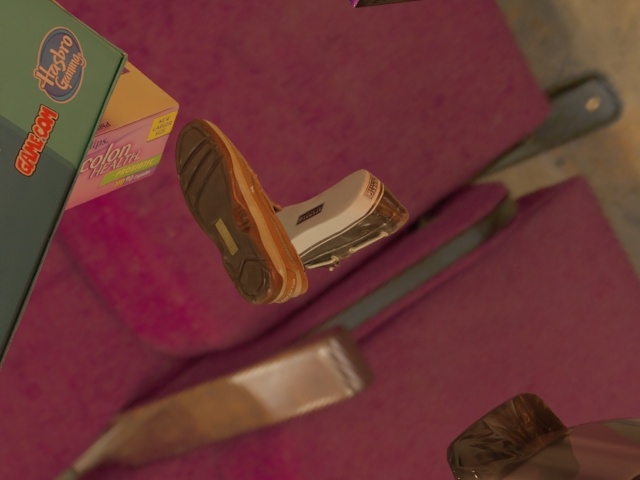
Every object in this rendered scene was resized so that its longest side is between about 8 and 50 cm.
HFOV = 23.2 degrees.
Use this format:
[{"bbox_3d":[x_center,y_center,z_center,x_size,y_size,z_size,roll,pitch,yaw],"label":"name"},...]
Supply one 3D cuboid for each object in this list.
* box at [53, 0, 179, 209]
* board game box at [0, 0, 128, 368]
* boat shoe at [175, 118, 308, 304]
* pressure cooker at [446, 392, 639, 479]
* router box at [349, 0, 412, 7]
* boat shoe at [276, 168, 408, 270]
[{"bbox_3d":[-0.339,-0.164,1.898,0.243,0.213,0.117,39,128,19],"label":"box"},{"bbox_3d":[-0.244,-0.060,0.492,0.336,0.254,0.079,36,131,-21],"label":"board game box"},{"bbox_3d":[-0.069,-0.025,1.413,0.068,0.072,0.190,-38,67,37],"label":"boat shoe"},{"bbox_3d":[0.254,0.305,1.127,0.375,0.420,0.370,9,84,-8],"label":"pressure cooker"},{"bbox_3d":[0.084,-0.315,1.648,0.133,0.179,0.046,61,144,25],"label":"router box"},{"bbox_3d":[0.000,0.000,1.592,0.070,0.078,0.219,38,143,-22],"label":"boat shoe"}]
